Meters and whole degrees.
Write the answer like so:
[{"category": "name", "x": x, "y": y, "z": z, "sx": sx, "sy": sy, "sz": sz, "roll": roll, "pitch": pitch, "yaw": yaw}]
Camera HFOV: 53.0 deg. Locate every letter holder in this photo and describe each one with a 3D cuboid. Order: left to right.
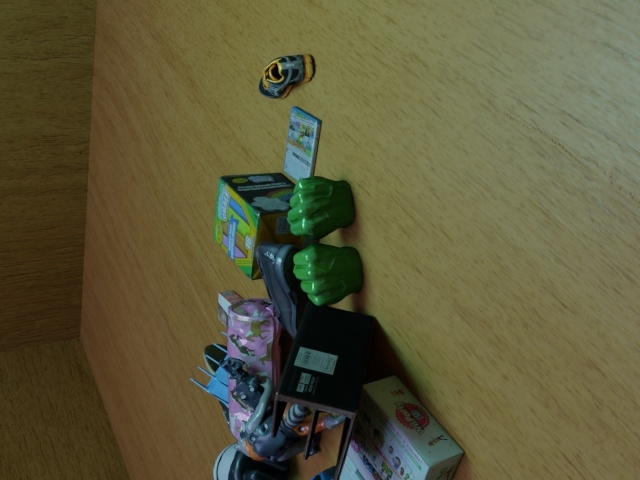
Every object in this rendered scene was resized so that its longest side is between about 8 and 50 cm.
[{"category": "letter holder", "x": 0.003, "y": 0.307, "z": 1.305, "sx": 0.302, "sy": 0.151, "sz": 0.215, "roll": -69, "pitch": -9, "yaw": -61}]

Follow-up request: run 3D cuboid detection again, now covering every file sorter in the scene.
[{"category": "file sorter", "x": -0.274, "y": 0.365, "z": 1.846, "sx": 0.118, "sy": 0.104, "sz": 0.170, "roll": 21, "pitch": 72, "yaw": 41}]

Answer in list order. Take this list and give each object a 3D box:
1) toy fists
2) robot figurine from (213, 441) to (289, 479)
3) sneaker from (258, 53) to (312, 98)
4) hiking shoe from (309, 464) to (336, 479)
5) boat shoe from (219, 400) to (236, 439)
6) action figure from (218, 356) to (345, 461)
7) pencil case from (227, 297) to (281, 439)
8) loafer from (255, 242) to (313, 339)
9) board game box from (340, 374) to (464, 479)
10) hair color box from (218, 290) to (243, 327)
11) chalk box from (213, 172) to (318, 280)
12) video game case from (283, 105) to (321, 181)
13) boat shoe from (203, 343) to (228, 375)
[{"category": "toy fists", "x": 0.000, "y": 0.000, "z": 1.383, "sx": 0.096, "sy": 0.142, "sz": 0.279, "roll": -5, "pitch": 92, "yaw": 47}, {"category": "robot figurine", "x": -0.199, "y": 0.654, "z": 1.822, "sx": 0.278, "sy": 0.209, "sz": 0.174, "roll": -32, "pitch": 83, "yaw": 55}, {"category": "sneaker", "x": -0.102, "y": -0.394, "z": 1.529, "sx": 0.215, "sy": 0.083, "sz": 0.084, "roll": -13, "pitch": 87, "yaw": 59}, {"category": "hiking shoe", "x": -0.013, "y": 0.633, "z": 1.563, "sx": 0.113, "sy": 0.132, "sz": 0.304, "roll": 57, "pitch": 140, "yaw": 34}, {"category": "boat shoe", "x": -0.282, "y": 0.522, "z": 2.000, "sx": 0.233, "sy": 0.084, "sz": 0.079, "roll": 47, "pitch": 117, "yaw": 41}, {"category": "action figure", "x": -0.120, "y": 0.410, "z": 1.556, "sx": 0.341, "sy": 0.178, "sz": 0.330, "roll": 39, "pitch": 121, "yaw": 0}, {"category": "pencil case", "x": -0.169, "y": 0.345, "z": 1.727, "sx": 0.160, "sy": 0.167, "sz": 0.386, "roll": -95, "pitch": 4, "yaw": -78}, {"category": "loafer", "x": -0.077, "y": 0.119, "z": 1.502, "sx": 0.095, "sy": 0.109, "sz": 0.303, "roll": 15, "pitch": 138, "yaw": 28}, {"category": "board game box", "x": 0.146, "y": 0.469, "z": 1.312, "sx": 0.224, "sy": 0.097, "sz": 0.304, "roll": 46, "pitch": 134, "yaw": 44}, {"category": "hair color box", "x": -0.249, "y": 0.225, "z": 1.923, "sx": 0.167, "sy": 0.053, "sz": 0.093, "roll": 30, "pitch": 122, "yaw": 53}, {"category": "chalk box", "x": -0.150, "y": -0.054, "z": 1.589, "sx": 0.289, "sy": 0.180, "sz": 0.179, "roll": 41, "pitch": 129, "yaw": 48}, {"category": "video game case", "x": -0.045, "y": -0.224, "z": 1.538, "sx": 0.119, "sy": 0.015, "sz": 0.166, "roll": 40, "pitch": 129, "yaw": 48}, {"category": "boat shoe", "x": -0.275, "y": 0.437, "z": 1.965, "sx": 0.302, "sy": 0.109, "sz": 0.098, "roll": 42, "pitch": 130, "yaw": 38}]
